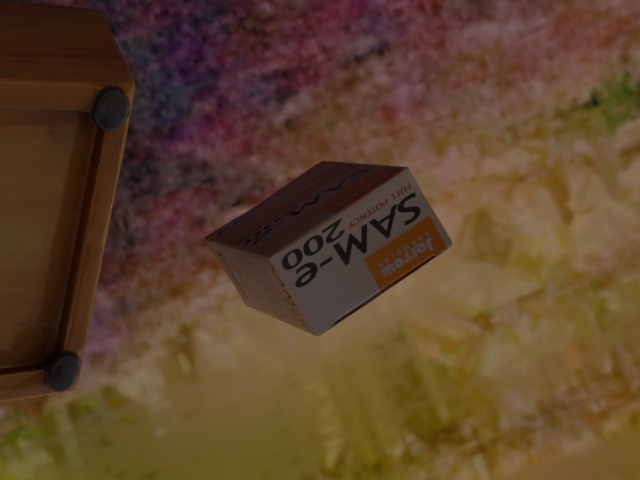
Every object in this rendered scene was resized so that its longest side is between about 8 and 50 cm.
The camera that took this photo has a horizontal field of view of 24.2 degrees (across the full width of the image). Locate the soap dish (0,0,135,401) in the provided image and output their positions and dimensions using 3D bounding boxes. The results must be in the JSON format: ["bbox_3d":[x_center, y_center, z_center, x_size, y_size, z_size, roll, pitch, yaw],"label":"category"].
[{"bbox_3d":[-0.236,-0.012,0.768,0.291,0.118,0.229,-4,114,-46],"label":"soap dish"}]

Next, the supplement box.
[{"bbox_3d":[0.000,0.000,0.571,0.062,0.036,0.098,-34,-166,-14],"label":"supplement box"}]
